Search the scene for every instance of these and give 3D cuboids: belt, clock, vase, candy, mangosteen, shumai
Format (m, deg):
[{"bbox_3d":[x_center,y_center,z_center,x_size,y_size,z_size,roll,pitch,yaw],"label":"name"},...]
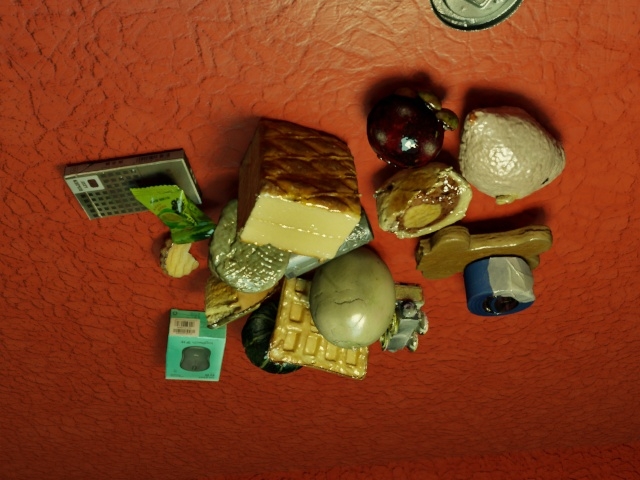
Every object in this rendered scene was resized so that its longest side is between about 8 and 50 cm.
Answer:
[{"bbox_3d":[0.564,0.155,2.113,0.213,0.117,0.347,-6,160,12],"label":"belt"},{"bbox_3d":[0.332,-0.544,1.407,0.215,0.042,0.215,-2,140,-2],"label":"clock"},{"bbox_3d":[0.000,0.000,1.951,0.301,0.156,0.251,-19,172,9],"label":"vase"},{"bbox_3d":[-0.391,-0.081,1.817,0.149,0.069,0.246,-12,147,17],"label":"candy"},{"bbox_3d":[0.211,-0.272,1.617,0.210,0.209,0.209,-2,140,-2],"label":"mangosteen"},{"bbox_3d":[-0.196,0.013,1.846,0.222,0.271,0.204,13,170,-9],"label":"shumai"}]

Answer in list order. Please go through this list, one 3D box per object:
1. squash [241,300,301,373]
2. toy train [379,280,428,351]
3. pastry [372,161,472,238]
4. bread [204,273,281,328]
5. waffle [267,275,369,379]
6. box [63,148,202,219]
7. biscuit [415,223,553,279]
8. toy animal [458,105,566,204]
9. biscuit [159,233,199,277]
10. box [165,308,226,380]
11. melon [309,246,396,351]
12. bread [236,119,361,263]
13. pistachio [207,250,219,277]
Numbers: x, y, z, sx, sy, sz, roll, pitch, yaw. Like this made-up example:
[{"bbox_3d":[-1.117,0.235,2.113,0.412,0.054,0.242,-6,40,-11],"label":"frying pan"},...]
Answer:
[{"bbox_3d":[-0.139,0.326,2.251,0.252,0.252,0.165,17,146,-23],"label":"squash"},{"bbox_3d":[0.274,0.270,2.270,0.134,0.177,0.260,5,140,-11],"label":"toy train"},{"bbox_3d":[0.274,-0.123,1.822,0.256,0.170,0.237,-35,153,19],"label":"pastry"},{"bbox_3d":[-0.246,0.152,2.086,0.204,0.262,0.162,-19,102,20],"label":"bread"},{"bbox_3d":[0.006,0.282,2.175,0.348,0.304,0.077,16,166,-20],"label":"waffle"},{"bbox_3d":[-0.503,-0.149,1.810,0.325,0.047,0.180,-8,141,4],"label":"box"},{"bbox_3d":[0.488,0.025,2.029,0.394,0.076,0.368,-4,158,3],"label":"biscuit"},{"bbox_3d":[0.470,-0.214,1.696,0.358,0.188,0.226,29,119,-32],"label":"toy animal"},{"bbox_3d":[-0.443,0.045,2.031,0.118,0.061,0.183,-37,148,-26],"label":"biscuit"},{"bbox_3d":[-0.449,0.381,2.395,0.205,0.118,0.311,7,139,-10],"label":"box"},{"bbox_3d":[0.099,0.181,2.032,0.269,0.330,0.268,0,145,0],"label":"melon"},{"bbox_3d":[-0.058,-0.129,1.692,0.279,0.279,0.207,14,136,-16],"label":"bread"},{"bbox_3d":[-0.260,0.039,1.995,0.185,0.124,0.124,-27,135,24],"label":"pistachio"}]
